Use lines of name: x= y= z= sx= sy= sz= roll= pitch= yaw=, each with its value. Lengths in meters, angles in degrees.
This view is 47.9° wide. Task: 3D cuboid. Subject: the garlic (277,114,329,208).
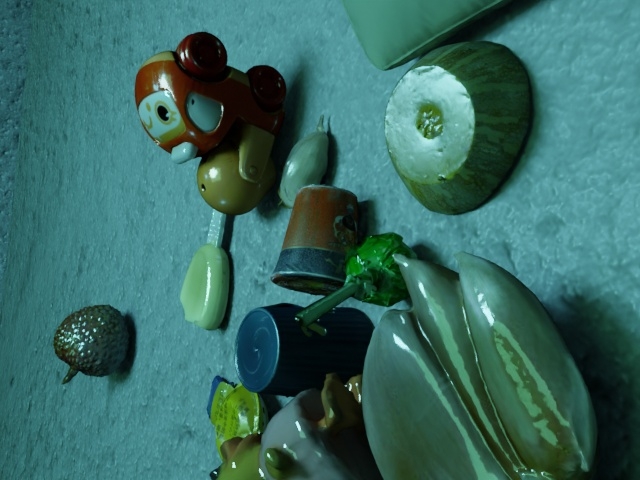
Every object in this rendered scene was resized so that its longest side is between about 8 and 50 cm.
garlic: x=-0.028 y=-0.111 z=1.096 sx=0.084 sy=0.066 sz=0.152 roll=52 pitch=126 yaw=47

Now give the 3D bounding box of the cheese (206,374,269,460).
cheese: x=-0.139 y=0.287 z=1.165 sx=0.250 sy=0.064 sz=0.156 roll=24 pitch=101 yaw=63

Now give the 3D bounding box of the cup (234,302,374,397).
cup: x=-0.032 y=0.140 z=0.974 sx=0.176 sy=0.155 sz=0.131 roll=40 pitch=114 yaw=48

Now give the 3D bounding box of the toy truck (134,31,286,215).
toy truck: x=-0.181 y=-0.177 z=1.168 sx=0.189 sy=0.265 sz=0.239 roll=-12 pitch=62 yaw=53

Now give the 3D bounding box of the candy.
candy: x=0.038 y=0.053 z=0.792 sx=0.097 sy=0.323 sz=0.097 roll=4 pitch=100 yaw=21

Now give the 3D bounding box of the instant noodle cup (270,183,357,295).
instant noodle cup: x=0.002 y=0.000 z=1.002 sx=0.127 sy=0.127 sz=0.135 roll=-12 pitch=64 yaw=52

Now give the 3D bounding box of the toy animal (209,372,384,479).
toy animal: x=-0.031 y=0.292 z=0.891 sx=0.281 sy=0.195 sz=0.169 roll=-36 pitch=64 yaw=23

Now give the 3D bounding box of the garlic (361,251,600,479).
garlic: x=0.155 y=0.174 z=0.733 sx=0.279 sy=0.132 sz=0.325 roll=-53 pitch=47 yaw=32

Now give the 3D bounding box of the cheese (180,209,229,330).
cheese: x=-0.199 y=0.031 z=1.314 sx=0.127 sy=0.050 sz=0.255 roll=8 pitch=88 yaw=55

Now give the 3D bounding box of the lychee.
lychee: x=-0.507 y=0.232 z=1.586 sx=0.165 sy=0.165 sz=0.197 roll=-2 pitch=55 yaw=53

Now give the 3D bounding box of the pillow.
pillow: x=0.138 y=-0.368 z=0.826 sx=0.322 sy=0.120 sz=0.255 roll=-18 pitch=98 yaw=42

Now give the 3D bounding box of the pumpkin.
pumpkin: x=0.138 y=-0.142 z=0.856 sx=0.217 sy=0.110 sz=0.217 roll=-10 pitch=77 yaw=46
